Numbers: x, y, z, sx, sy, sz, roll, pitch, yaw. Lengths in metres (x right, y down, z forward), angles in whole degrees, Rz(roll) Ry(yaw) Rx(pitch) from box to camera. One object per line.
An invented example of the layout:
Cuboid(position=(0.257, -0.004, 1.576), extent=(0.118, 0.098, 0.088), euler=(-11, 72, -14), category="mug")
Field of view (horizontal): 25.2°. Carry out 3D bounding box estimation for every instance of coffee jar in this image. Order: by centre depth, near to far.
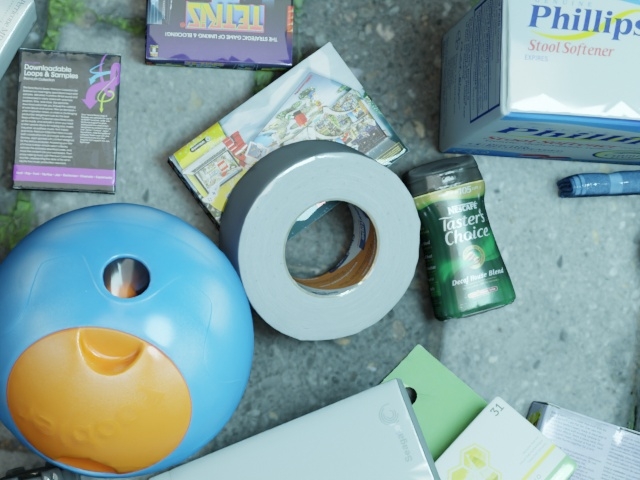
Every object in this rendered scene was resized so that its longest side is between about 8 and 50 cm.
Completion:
Cuboid(position=(0.158, -0.004, 1.668), extent=(0.096, 0.079, 0.184), euler=(-15, 89, -9), category="coffee jar")

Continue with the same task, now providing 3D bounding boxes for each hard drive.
Cuboid(position=(-0.018, 0.302, 1.576), extent=(0.308, 0.040, 0.203), euler=(-24, 76, 11), category="hard drive")

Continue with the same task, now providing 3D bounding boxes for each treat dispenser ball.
Cuboid(position=(-0.213, 0.104, 1.503), extent=(0.288, 0.288, 0.288), euler=(0, 87, -8), category="treat dispenser ball")

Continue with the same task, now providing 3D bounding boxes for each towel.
Cuboid(position=(0.347, -0.068, 1.705), extent=(0.120, 0.067, 0.029), euler=(-2, 89, -8), category="towel")

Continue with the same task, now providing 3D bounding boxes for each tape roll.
Cuboid(position=(0.000, 0.000, 1.609), extent=(0.219, 0.072, 0.219), euler=(-6, 107, -20), category="tape roll")

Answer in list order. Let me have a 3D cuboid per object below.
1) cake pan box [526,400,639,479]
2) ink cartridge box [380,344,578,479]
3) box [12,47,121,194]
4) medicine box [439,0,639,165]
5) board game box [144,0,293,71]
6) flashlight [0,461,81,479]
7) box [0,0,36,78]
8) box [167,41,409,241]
Cuboid(position=(0.339, 0.342, 1.680), extent=(0.267, 0.070, 0.245), euler=(18, 86, -7), category="cake pan box")
Cuboid(position=(0.145, 0.241, 1.617), extent=(0.235, 0.056, 0.171), euler=(41, 74, 16), category="ink cartridge box")
Cuboid(position=(-0.288, -0.136, 1.637), extent=(0.116, 0.029, 0.162), euler=(3, 87, -9), category="box")
Cuboid(position=(0.291, -0.178, 1.590), extent=(0.264, 0.289, 0.149), euler=(3, 86, -8), category="medicine box")
Cuboid(position=(-0.116, -0.271, 1.660), extent=(0.170, 0.048, 0.141), euler=(1, 85, -8), category="board game box")
Cuboid(position=(-0.287, 0.398, 1.571), extent=(0.103, 0.103, 0.304), euler=(-11, 89, 19), category="flashlight")
Cuboid(position=(-0.378, -0.236, 1.592), extent=(0.087, 0.102, 0.101), euler=(30, 82, -7), category="box")
Cuboid(position=(-0.037, -0.098, 1.662), extent=(0.233, 0.044, 0.159), euler=(-36, 93, -9), category="box")
